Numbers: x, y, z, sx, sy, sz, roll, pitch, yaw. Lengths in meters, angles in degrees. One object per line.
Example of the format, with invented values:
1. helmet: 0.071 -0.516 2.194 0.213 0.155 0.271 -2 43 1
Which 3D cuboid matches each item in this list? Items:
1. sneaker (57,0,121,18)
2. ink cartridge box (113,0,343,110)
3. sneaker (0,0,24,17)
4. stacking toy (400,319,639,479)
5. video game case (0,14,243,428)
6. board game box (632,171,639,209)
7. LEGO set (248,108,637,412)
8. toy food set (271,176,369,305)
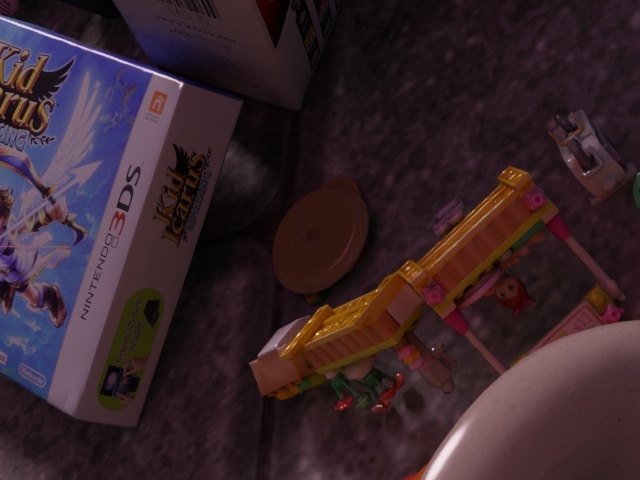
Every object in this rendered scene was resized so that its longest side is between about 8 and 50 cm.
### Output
1. sneaker: -0.240 -0.280 1.503 0.147 0.295 0.104 -57 14 9
2. ink cartridge box: -0.025 -0.268 1.366 0.130 0.272 0.309 19 76 14
3. sneaker: -0.357 -0.262 1.696 0.319 0.112 0.131 15 73 46
4. stacking toy: 0.057 0.253 0.950 0.480 0.350 0.351 -24 48 53
5. video game case: -0.194 -0.023 1.403 0.269 0.061 0.244 22 95 46
6. board game box: 0.396 -0.076 0.975 0.390 0.050 0.390 -51 44 3
7. LEGO set: 0.081 0.050 1.162 0.287 0.107 0.132 -39 11 22
8. toy food set: 0.000 0.000 1.292 0.082 0.020 0.083 -41 45 15
